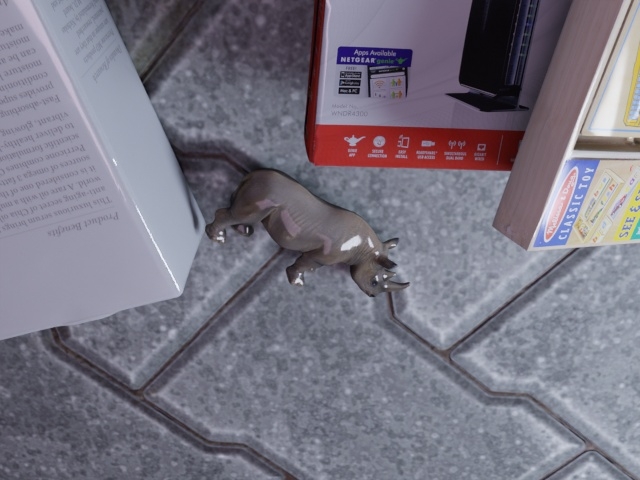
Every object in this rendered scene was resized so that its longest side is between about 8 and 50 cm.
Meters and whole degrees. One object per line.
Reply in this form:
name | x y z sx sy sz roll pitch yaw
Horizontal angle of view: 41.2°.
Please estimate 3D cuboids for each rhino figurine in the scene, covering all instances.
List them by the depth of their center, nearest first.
rhino figurine | 0.000 0.000 0.970 0.243 0.073 0.106 28 122 -13

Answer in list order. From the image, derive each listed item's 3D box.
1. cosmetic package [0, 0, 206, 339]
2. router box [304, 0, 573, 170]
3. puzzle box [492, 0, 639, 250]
cosmetic package | -0.313 -0.138 0.864 0.230 0.161 0.453 -14 118 12
router box | 0.161 -0.216 0.793 0.335 0.082 0.301 1 121 -7
puzzle box | 0.322 -0.184 0.742 0.272 0.052 0.409 -3 121 -34
